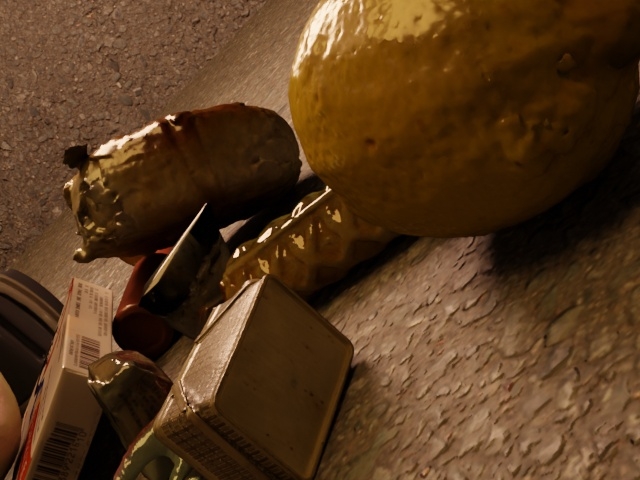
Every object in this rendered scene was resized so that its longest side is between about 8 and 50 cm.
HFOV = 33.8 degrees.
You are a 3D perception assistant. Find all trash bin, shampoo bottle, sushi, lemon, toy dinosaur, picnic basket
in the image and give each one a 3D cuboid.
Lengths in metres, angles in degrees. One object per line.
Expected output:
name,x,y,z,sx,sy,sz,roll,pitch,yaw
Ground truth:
trash bin,-0.496,0.156,1.694,0.182,0.209,0.290,-48,12,-1
shampoo bottle,-0.228,0.070,1.453,0.085,0.085,0.244,-42,17,15
sushi,-0.145,0.059,1.278,0.134,0.109,0.273,-55,4,-14
lemon,0.111,-0.124,0.820,0.320,0.245,0.245,-13,37,50
toy dinosaur,-0.127,0.169,0.968,0.242,0.053,0.167,-31,44,3
picnic basket,-0.051,0.121,0.861,0.079,0.115,0.164,-29,25,39

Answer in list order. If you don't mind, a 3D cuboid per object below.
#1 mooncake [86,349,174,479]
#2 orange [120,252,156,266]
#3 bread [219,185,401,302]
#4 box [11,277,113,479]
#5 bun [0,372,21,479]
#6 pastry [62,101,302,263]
mooncake,-0.177,0.165,1.049,0.073,0.125,0.130,-33,15,-19
orange,-0.284,-0.033,1.736,0.156,0.124,0.156,-40,22,20
bread,0.000,-0.001,1.063,0.269,0.098,0.087,-35,-22,32
box,-0.312,0.196,1.278,0.353,0.069,0.214,-125,55,-73
bun,-0.527,0.266,1.233,0.361,0.213,0.361,-22,9,4
pastry,-0.178,-0.076,1.385,0.329,0.136,0.329,-20,-5,-2
